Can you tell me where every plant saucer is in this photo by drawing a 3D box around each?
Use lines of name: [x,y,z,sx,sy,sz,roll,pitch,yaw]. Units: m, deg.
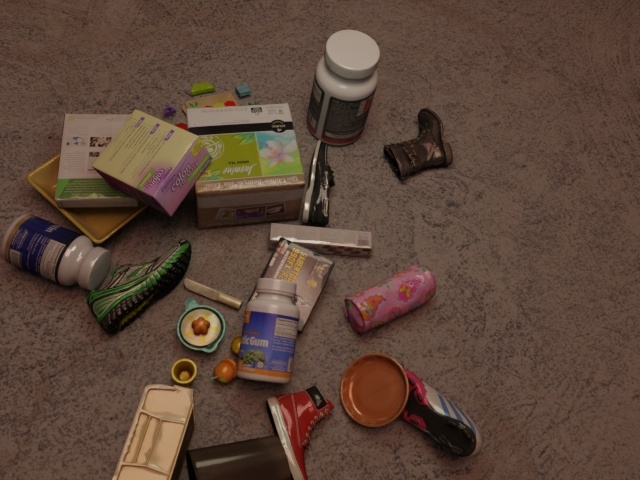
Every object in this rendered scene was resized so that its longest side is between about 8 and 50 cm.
plant saucer: [-0.666,-0.174,1.907,0.333,0.081,0.333,39,63,13]
plant saucer: [0.152,0.413,1.692,0.200,0.037,0.200,-10,65,22]

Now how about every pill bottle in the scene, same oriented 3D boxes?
pill bottle: [-0.138,0.246,1.676,0.152,0.152,0.272,8,79,-5]
pill bottle: [-0.743,0.039,1.734,0.264,0.153,0.153,22,60,2]
pill bottle: [0.077,-0.503,2.046,0.210,0.363,0.210,4,61,-7]

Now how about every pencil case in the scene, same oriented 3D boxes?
pencil case: [0.212,0.171,1.840,0.284,0.124,0.124,-25,68,-22]

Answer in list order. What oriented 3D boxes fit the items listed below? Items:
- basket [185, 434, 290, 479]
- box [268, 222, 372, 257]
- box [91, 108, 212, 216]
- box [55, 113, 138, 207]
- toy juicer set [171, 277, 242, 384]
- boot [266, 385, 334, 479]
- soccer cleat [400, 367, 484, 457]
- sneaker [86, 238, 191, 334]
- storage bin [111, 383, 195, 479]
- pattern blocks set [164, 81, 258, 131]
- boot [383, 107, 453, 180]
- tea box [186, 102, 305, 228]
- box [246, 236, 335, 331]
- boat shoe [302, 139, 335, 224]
basket: [-0.201,0.583,1.520,0.226,0.154,0.204,-11,105,-23]
box: [0.000,0.000,1.927,0.323,0.063,0.067,4,59,-7]
box: [-0.474,-0.222,1.734,0.243,0.117,0.214,24,72,22]
box: [-0.672,-0.248,1.871,0.232,0.058,0.322,-1,60,-10]
toy juicer set: [-0.298,0.249,1.725,0.209,0.089,0.329,4,60,-7]
boot: [-0.030,0.513,1.626,0.176,0.088,0.244,-11,60,-16]
soccer cleat: [0.308,0.476,1.699,0.331,0.143,0.116,39,99,32]
sneaker: [-0.512,0.101,1.748,0.146,0.134,0.343,42,64,15]
storage bin: [-0.389,0.502,1.470,0.123,0.262,0.260,14,60,-2]
pattern blocks set: [-0.376,-0.451,2.122,0.324,0.026,0.285,-11,55,-13]
boot: [0.327,-0.344,2.156,0.229,0.091,0.263,-12,66,-16]
tea box: [-0.241,-0.236,1.929,0.328,0.220,0.324,-7,63,-13]
box: [-0.087,0.131,1.811,0.183,0.056,0.231,25,77,6]
boat shoe: [0.003,-0.188,2.011,0.091,0.114,0.303,10,72,-3]
